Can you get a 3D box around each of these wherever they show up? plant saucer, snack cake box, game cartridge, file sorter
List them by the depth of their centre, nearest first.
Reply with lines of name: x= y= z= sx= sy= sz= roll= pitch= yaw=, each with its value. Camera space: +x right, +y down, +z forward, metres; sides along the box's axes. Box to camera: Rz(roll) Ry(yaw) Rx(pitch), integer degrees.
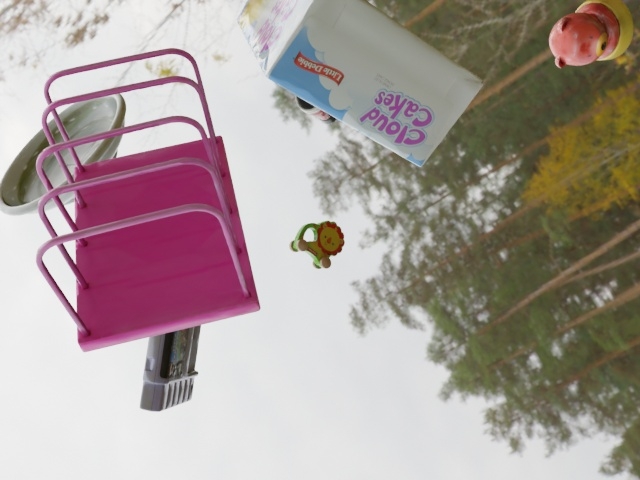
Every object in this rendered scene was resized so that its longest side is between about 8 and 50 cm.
snack cake box: x=0.020 y=-0.176 z=0.672 sx=0.152 sy=0.089 sz=0.264 roll=29 pitch=-164 yaw=-22
file sorter: x=-0.205 y=-0.061 z=0.846 sx=0.182 sy=0.202 sz=0.290 roll=82 pitch=173 yaw=-50
game cartridge: x=-0.299 y=0.175 z=1.570 sx=0.230 sy=0.068 sz=0.354 roll=64 pitch=-147 yaw=-84
plant saucer: x=-0.610 y=-0.195 z=1.806 sx=0.100 sy=0.401 sz=0.400 roll=51 pitch=-155 yaw=-37

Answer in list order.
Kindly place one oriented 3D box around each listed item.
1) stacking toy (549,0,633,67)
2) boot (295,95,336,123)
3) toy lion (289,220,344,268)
stacking toy: x=0.502 y=-0.438 z=1.239 sx=0.131 sy=0.280 sz=0.308 roll=-25 pitch=-64 yaw=-27
boot: x=-0.012 y=-0.408 z=1.774 sx=0.176 sy=0.089 sz=0.244 roll=9 pitch=-107 yaw=-70
toy lion: x=0.000 y=0.000 z=1.417 sx=0.100 sy=0.034 sz=0.096 roll=37 pitch=-114 yaw=-27
